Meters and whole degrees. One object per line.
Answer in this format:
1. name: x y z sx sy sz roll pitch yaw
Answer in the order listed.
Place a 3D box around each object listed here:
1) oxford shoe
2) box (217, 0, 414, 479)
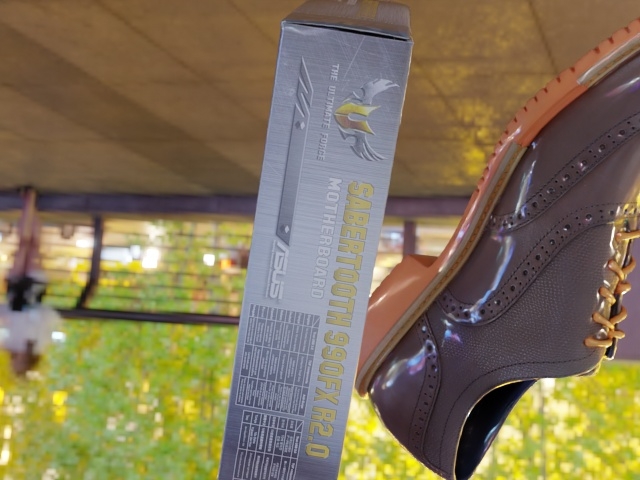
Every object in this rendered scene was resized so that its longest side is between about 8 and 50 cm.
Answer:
1. oxford shoe: 0.158 0.005 0.707 0.130 0.133 0.363 -5 140 -49
2. box: 0.000 0.000 0.564 0.056 0.231 0.183 9 -165 1
